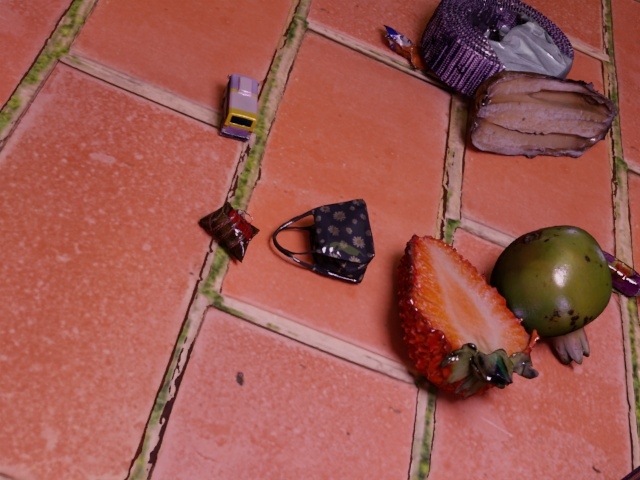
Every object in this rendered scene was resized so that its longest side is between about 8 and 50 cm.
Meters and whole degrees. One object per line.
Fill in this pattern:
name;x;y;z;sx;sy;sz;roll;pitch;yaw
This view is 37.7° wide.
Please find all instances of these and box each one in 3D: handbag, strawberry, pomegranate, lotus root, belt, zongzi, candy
handbag;0.000;0.000;1.336;0.139;0.072;0.115;1;53;-10
strawberry;0.184;0.121;1.299;0.188;0.106;0.286;7;37;-28
pomegranate;0.350;0.083;1.378;0.180;0.180;0.210;-31;100;-41
lotus root;0.393;-0.234;1.674;0.329;0.167;0.078;4;36;-33
belt;0.334;-0.367;1.767;0.325;0.122;0.260;-22;61;-45
zongzi;-0.114;-0.015;1.303;0.083;0.067;0.073;57;36;0
candy;0.490;0.054;1.549;0.175;0.043;0.045;37;47;11

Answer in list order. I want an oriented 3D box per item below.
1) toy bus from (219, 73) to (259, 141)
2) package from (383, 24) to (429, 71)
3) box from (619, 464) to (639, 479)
toy bus;-0.125;-0.209;1.446;0.052;0.058;0.102;14;48;-17
package;0.160;-0.358;1.739;0.110;0.033;0.077;33;21;-21
box;0.440;0.395;1.015;0.257;0.349;0.318;-24;65;-39
